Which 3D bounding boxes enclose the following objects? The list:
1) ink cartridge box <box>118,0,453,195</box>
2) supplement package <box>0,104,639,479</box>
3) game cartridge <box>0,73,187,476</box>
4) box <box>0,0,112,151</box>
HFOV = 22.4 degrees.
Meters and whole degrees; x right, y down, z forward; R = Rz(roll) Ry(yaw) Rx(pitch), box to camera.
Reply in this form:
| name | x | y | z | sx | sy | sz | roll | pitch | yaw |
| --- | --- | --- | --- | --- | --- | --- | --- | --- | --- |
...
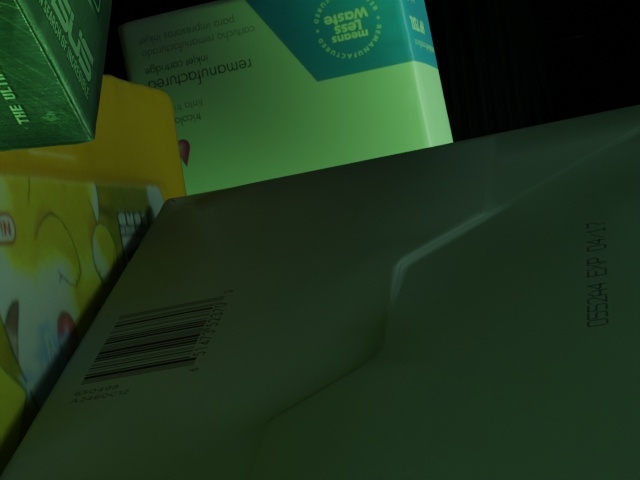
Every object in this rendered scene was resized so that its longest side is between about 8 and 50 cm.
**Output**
| name | x | y | z | sx | sy | sz | roll | pitch | yaw |
| --- | --- | --- | --- | --- | --- | --- | --- | --- | --- |
| ink cartridge box | 0.000 | 0.000 | 0.754 | 0.078 | 0.134 | 0.231 | -12 | 90 | -78 |
| supplement package | 0.036 | 0.082 | 0.479 | 0.262 | 0.204 | 0.145 | -69 | 146 | -65 |
| game cartridge | -0.082 | 0.100 | 0.510 | 0.285 | 0.052 | 0.324 | -1 | 79 | -77 |
| box | -0.099 | -0.157 | 0.352 | 0.233 | 0.059 | 0.183 | 71 | 19 | -58 |
